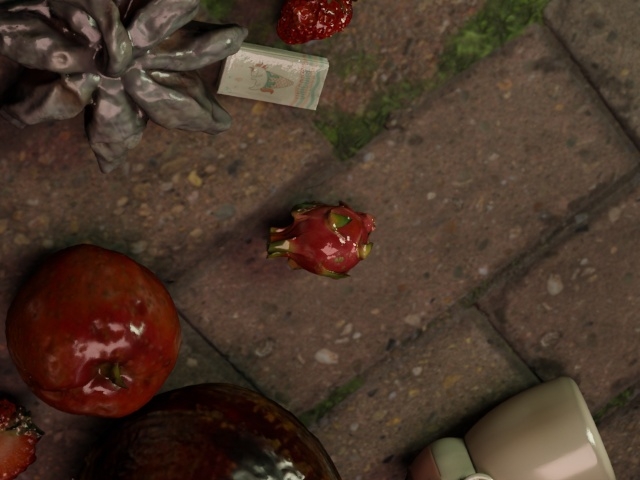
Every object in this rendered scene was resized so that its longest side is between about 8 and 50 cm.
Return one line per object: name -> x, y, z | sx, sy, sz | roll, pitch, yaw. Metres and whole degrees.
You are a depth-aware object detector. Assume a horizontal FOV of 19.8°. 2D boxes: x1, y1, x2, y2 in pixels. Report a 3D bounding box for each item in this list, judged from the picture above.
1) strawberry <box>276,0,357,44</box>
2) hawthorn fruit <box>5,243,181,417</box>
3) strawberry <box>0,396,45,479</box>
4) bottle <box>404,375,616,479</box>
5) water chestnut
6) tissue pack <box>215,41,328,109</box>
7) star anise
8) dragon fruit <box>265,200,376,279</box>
strawberry -> -0.009, -0.224, 1.817 | 0.073, 0.073, 0.083 | 21, 126, -23
hawthorn fruit -> -0.228, 0.106, 1.875 | 0.179, 0.200, 0.179 | -9, 124, -14
strawberry -> -0.365, 0.225, 2.003 | 0.104, 0.048, 0.152 | 29, 123, -33
bottle -> 0.207, 0.263, 2.104 | 0.236, 0.147, 0.147 | -23, 122, 4
water chestnut -> -0.109, 0.318, 1.997 | 0.350, 0.302, 0.350 | 9, 113, 21
tissue pack -> -0.049, -0.168, 1.862 | 0.108, 0.023, 0.056 | 8, 117, -17
star anise -> -0.219, -0.170, 1.756 | 0.316, 0.139, 0.359 | 39, 113, -24
dragon fruit -> -0.001, -0.001, 1.938 | 0.116, 0.081, 0.086 | 6, 128, -17
